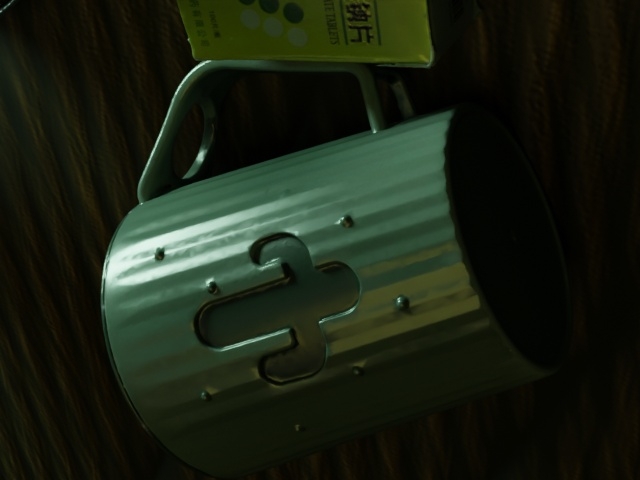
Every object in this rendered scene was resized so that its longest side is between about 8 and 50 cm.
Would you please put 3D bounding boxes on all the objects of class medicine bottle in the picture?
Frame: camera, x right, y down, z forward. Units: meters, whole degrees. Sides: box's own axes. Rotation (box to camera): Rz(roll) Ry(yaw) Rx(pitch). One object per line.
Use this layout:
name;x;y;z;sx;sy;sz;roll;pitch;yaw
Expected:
medicine bottle;0.004;-0.239;0.902;0.250;0.141;0.137;5;121;23

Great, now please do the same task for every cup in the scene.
cup;-0.006;0.015;0.984;0.392;0.310;0.401;-20;114;29

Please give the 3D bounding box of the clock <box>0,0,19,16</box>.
clock;-0.426;-0.406;1.035;0.386;0.076;0.386;13;128;17
